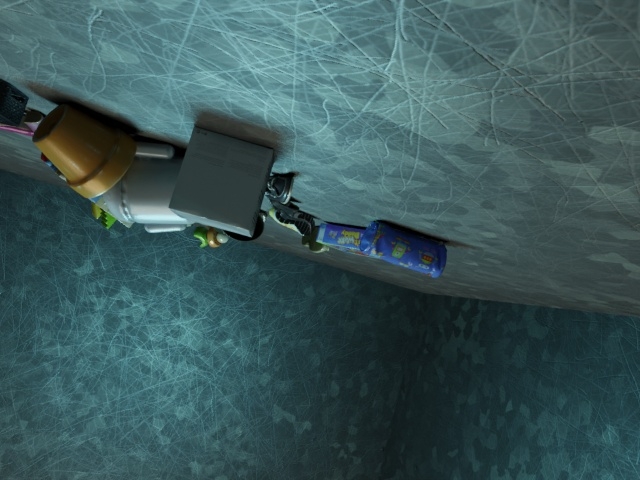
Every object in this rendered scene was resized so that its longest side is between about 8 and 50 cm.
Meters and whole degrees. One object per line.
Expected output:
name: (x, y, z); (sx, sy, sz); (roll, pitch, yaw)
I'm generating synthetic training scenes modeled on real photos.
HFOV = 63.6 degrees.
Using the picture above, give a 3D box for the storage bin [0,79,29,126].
storage bin: (-0.853, -0.360, 1.292); (0.180, 0.084, 0.122); (14, 173, -1)

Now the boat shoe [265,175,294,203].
boat shoe: (-0.129, -0.148, 1.467); (0.065, 0.075, 0.206); (14, 178, -20)

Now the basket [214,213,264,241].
basket: (-0.379, -0.084, 2.228); (0.204, 0.154, 0.227); (20, 175, -30)

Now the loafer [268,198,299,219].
loafer: (-0.129, -0.131, 1.731); (0.061, 0.062, 0.170); (-27, 153, 12)

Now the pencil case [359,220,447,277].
pencil case: (0.290, 0.027, 1.763); (0.306, 0.133, 0.119); (18, -158, -13)

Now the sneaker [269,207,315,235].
sneaker: (-0.108, -0.083, 1.973); (0.209, 0.081, 0.094); (29, 173, -39)

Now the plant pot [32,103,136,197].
plant pot: (-0.624, -0.246, 1.345); (0.205, 0.205, 0.188); (9, 155, 41)

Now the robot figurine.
robot figurine: (-0.476, -0.148, 1.514); (0.354, 0.299, 0.199); (2, -148, -1)

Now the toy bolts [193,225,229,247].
toy bolts: (-0.507, -0.104, 2.433); (0.159, 0.218, 0.228); (-2, 134, 22)

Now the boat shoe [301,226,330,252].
boat shoe: (0.000, 0.000, 2.261); (0.098, 0.109, 0.302); (12, 180, -17)

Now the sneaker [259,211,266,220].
sneaker: (-0.265, -0.100, 2.287); (0.051, 0.070, 0.134); (24, 143, -4)

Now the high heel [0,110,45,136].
high heel: (-0.906, -0.347, 1.532); (0.244, 0.082, 0.117); (2, 162, 3)

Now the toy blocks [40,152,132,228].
toy blocks: (-0.742, -0.194, 1.677); (0.381, 0.190, 0.261); (30, 168, 41)

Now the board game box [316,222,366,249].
board game box: (0.192, 0.016, 2.016); (0.347, 0.078, 0.233); (10, 174, 38)

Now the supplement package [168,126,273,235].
supplement package: (-0.233, -0.135, 1.254); (0.194, 0.203, 0.149); (16, 173, -2)
